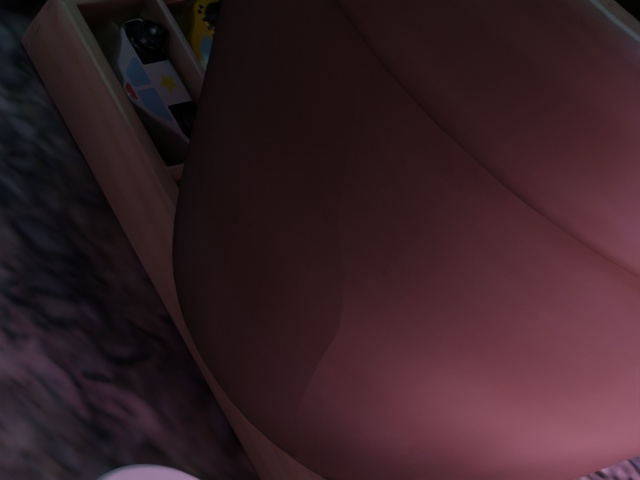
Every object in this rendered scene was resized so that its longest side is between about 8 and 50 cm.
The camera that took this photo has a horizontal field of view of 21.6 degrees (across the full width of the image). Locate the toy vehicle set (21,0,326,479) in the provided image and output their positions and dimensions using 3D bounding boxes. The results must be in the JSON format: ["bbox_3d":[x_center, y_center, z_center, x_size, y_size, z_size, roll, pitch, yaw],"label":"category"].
[{"bbox_3d":[0.000,0.000,0.737,0.166,0.035,0.267,-18,73,-45],"label":"toy vehicle set"}]

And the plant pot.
[{"bbox_3d":[0.086,-0.052,0.594,0.323,0.280,0.323,17,49,-20],"label":"plant pot"}]

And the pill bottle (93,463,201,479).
[{"bbox_3d":[-0.079,0.124,0.507,0.078,0.137,0.078,22,49,-27],"label":"pill bottle"}]
